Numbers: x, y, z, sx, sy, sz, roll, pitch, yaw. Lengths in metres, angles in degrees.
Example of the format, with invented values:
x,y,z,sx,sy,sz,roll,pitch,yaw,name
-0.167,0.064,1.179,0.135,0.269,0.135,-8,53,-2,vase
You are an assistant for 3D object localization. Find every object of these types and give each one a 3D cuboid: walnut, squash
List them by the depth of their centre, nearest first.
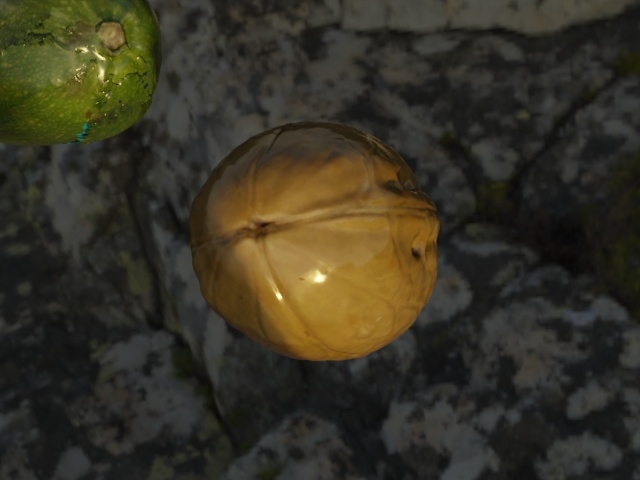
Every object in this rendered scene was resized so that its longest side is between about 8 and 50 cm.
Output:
x,y,z,sx,sy,sz,roll,pitch,yaw,name
-0.178,-0.094,0.618,0.331,0.087,0.087,16,50,45,squash
0.000,0.000,0.916,0.165,0.197,0.165,-3,79,18,walnut
